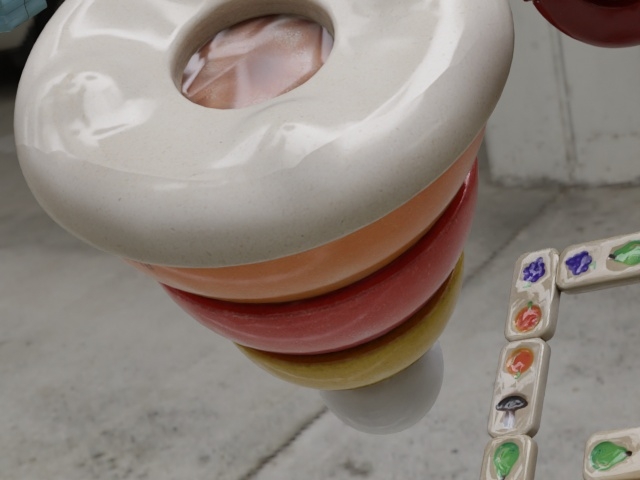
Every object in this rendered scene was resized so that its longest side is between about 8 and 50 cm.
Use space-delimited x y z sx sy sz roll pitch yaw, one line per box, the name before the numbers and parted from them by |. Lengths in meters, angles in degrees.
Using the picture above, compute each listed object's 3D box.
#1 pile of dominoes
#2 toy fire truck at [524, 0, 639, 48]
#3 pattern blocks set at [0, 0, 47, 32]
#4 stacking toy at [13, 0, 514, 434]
pile of dominoes | 0.151 0.086 0.592 0.196 0.040 0.251 -15 48 38
toy fire truck | 0.238 -0.175 0.717 0.217 0.246 0.158 -25 18 34
pattern blocks set | -0.289 -0.134 0.716 0.325 0.026 0.285 -8 24 7
stacking toy | 0.000 0.000 1.008 0.351 0.480 0.350 -8 49 10
